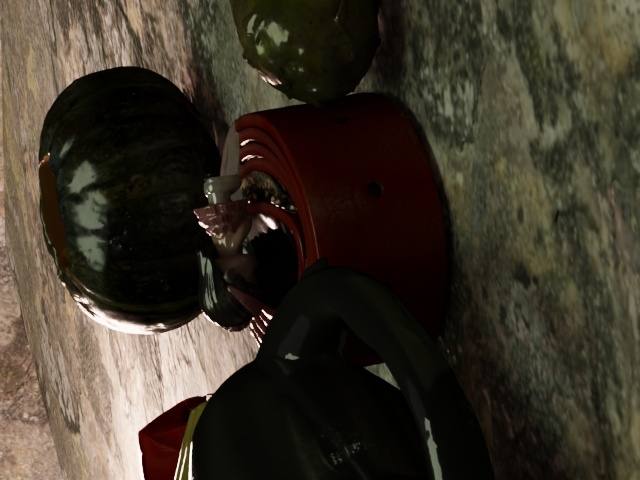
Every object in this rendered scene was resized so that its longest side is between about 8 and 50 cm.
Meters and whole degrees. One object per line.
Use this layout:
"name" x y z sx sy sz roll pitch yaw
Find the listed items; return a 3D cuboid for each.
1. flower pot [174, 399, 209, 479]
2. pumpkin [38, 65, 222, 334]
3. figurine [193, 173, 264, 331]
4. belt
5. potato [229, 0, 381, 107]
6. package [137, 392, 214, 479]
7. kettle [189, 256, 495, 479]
"flower pot" -0.056 0.245 1.759 0.195 0.195 0.179 137 134 -71
"pumpkin" -0.213 -0.044 2.072 0.320 0.192 0.320 172 90 -74
"figurine" -0.079 0.011 1.491 0.072 0.054 0.129 157 104 -77
"belt" 0.000 0.000 1.506 0.324 0.115 0.227 161 99 -74
"potato" -0.020 -0.205 1.466 0.251 0.113 0.149 -107 7 -52
"package" -0.133 0.365 2.107 0.423 0.123 0.196 -105 11 -53
"kettle" 0.025 0.179 1.276 0.324 0.228 0.321 54 144 43
